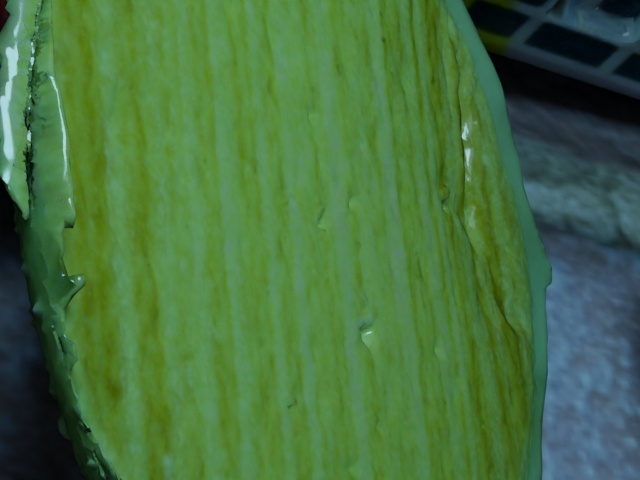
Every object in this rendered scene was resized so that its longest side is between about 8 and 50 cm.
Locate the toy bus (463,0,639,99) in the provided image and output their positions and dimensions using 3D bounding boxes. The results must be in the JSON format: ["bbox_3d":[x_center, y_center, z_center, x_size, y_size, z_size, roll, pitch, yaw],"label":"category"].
[{"bbox_3d":[0.123,-0.203,0.676,0.439,0.249,0.209,13,55,-27],"label":"toy bus"}]

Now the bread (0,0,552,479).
[{"bbox_3d":[-0.002,0.003,0.506,0.301,0.045,0.301,29,55,-53],"label":"bread"}]

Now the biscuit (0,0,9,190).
[{"bbox_3d":[-0.133,-0.124,0.570,0.151,0.063,0.235,-29,73,4],"label":"biscuit"}]
